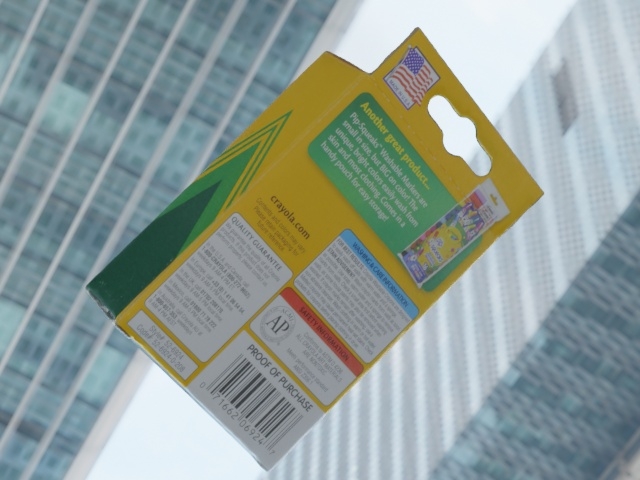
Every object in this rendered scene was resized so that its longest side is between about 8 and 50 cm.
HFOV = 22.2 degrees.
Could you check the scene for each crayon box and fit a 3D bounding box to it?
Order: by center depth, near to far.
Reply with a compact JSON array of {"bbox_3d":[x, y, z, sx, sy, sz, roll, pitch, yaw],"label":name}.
[{"bbox_3d":[0.000,0.000,1.306,0.203,0.323,0.083,49,174,-32],"label":"crayon box"}]
